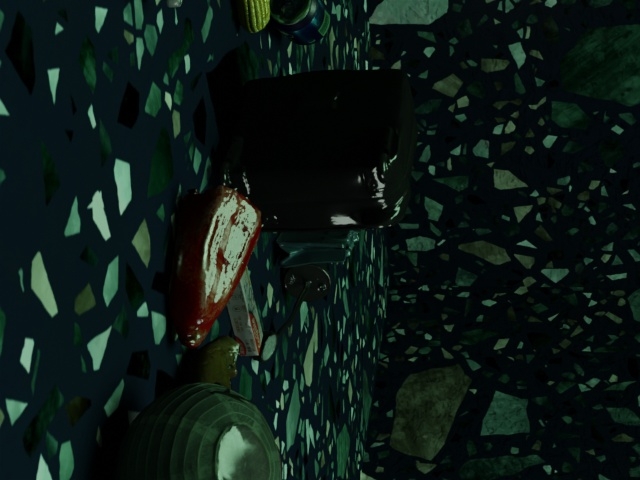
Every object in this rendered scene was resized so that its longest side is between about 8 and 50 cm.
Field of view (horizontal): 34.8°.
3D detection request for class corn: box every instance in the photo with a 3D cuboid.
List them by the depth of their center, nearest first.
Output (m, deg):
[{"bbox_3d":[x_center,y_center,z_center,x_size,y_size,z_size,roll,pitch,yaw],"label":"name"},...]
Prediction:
[{"bbox_3d":[-0.135,-0.474,1.916,0.085,0.063,0.165,-54,149,-30],"label":"corn"}]

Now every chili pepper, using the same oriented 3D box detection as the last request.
[{"bbox_3d":[-0.177,0.041,1.592,0.144,0.136,0.253,127,-20,-61],"label":"chili pepper"}]

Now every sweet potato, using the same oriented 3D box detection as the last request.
[{"bbox_3d":[-0.182,0.268,1.599,0.112,0.085,0.286,84,11,-52],"label":"sweet potato"}]

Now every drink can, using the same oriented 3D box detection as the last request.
[{"bbox_3d":[-0.049,-0.498,2.229,0.205,0.118,0.118,5,85,-80],"label":"drink can"}]

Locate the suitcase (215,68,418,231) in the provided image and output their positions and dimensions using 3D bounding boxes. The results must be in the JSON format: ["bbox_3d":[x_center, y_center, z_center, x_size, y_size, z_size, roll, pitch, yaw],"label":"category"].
[{"bbox_3d":[-0.001,-0.174,1.878,0.188,0.345,0.339,72,20,-45],"label":"suitcase"}]

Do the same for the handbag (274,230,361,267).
[{"bbox_3d":[0.000,0.000,2.344,0.229,0.179,0.062,-64,152,-71],"label":"handbag"}]

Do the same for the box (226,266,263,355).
[{"bbox_3d":[-0.147,0.127,1.919,0.055,0.039,0.218,-80,166,-48],"label":"box"}]

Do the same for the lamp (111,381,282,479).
[{"bbox_3d":[-0.165,0.313,1.343,0.233,0.233,0.265,61,20,-69],"label":"lamp"}]

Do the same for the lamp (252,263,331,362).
[{"bbox_3d":[-0.091,0.158,2.233,0.371,0.108,0.130,-49,153,-52],"label":"lamp"}]

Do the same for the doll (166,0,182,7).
[{"bbox_3d":[-0.225,-0.467,1.331,0.160,0.094,0.365,-90,174,-49],"label":"doll"}]
